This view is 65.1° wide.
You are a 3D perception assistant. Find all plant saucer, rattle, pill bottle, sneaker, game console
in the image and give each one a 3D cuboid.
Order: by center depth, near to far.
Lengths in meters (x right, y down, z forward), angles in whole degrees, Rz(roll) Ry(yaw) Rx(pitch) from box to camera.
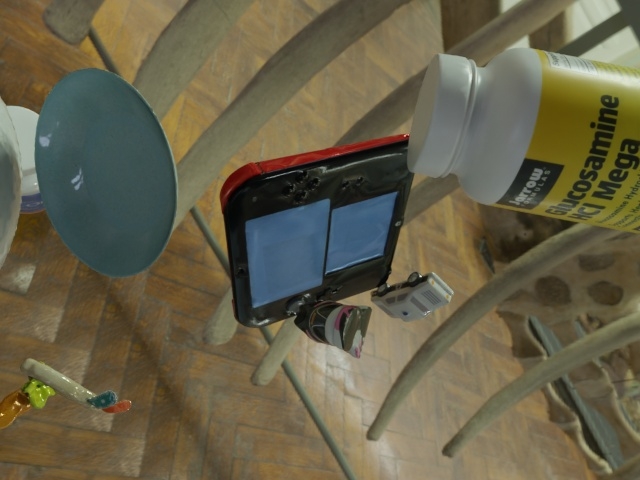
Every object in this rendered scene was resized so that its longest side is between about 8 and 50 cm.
[{"bbox_3d":[-0.198,-0.062,0.481,0.037,0.195,0.195,-23,87,-59],"label":"plant saucer"},{"bbox_3d":[0.285,-0.121,0.604,0.334,0.188,0.188,10,55,0],"label":"pill bottle"},{"bbox_3d":[0.017,0.105,0.649,0.178,0.077,0.072,56,50,-67],"label":"sneaker"},{"bbox_3d":[-0.456,-0.120,0.763,0.124,0.221,0.124,5,79,-25],"label":"pill bottle"},{"bbox_3d":[0.000,0.000,0.895,0.342,0.386,0.060,-13,50,-16],"label":"game console"},{"bbox_3d":[-0.468,0.306,0.897,0.200,0.130,0.142,29,44,4],"label":"rattle"}]

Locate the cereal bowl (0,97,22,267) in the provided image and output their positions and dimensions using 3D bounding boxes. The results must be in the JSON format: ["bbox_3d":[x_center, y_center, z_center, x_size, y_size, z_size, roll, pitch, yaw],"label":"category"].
[{"bbox_3d":[-0.444,-0.055,0.543,0.141,0.339,0.339,5,65,-65],"label":"cereal bowl"}]

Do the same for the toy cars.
[{"bbox_3d":[0.097,0.125,1.153,0.176,0.394,0.087,81,24,-49],"label":"toy cars"}]
